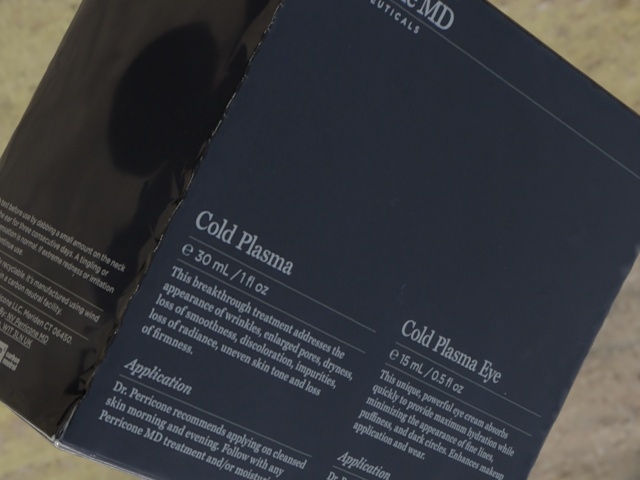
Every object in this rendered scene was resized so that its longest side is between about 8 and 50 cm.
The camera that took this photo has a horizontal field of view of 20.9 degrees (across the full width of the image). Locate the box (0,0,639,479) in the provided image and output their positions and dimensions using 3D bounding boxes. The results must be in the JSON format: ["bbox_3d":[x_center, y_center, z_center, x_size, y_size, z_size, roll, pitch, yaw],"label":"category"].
[{"bbox_3d":[0.000,0.000,1.021,0.343,0.179,0.312,30,87,-41],"label":"box"}]
